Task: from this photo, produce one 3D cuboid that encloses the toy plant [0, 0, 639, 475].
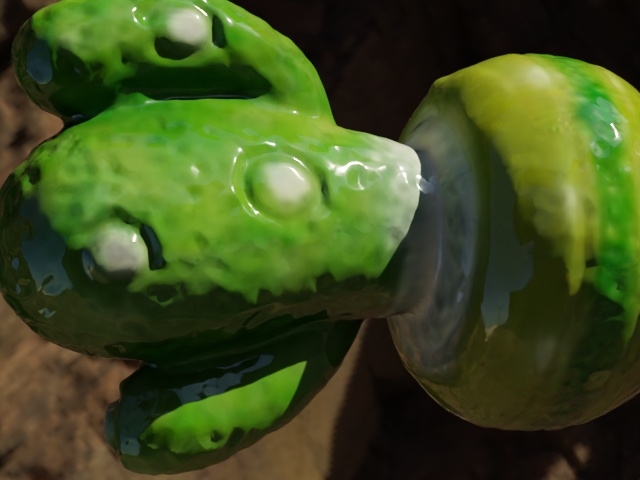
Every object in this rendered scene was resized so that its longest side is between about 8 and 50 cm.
[{"bbox_3d":[0.000,0.000,0.829,0.316,0.224,0.184,4,-4,-18],"label":"toy plant"}]
